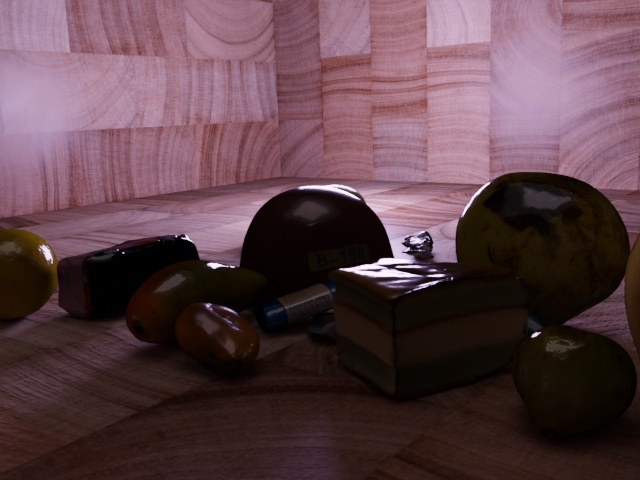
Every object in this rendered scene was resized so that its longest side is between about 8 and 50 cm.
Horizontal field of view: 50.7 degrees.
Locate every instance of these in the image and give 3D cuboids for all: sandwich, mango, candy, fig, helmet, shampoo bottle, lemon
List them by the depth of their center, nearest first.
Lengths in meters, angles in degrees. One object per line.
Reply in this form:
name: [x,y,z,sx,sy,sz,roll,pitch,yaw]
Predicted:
fig: [0.293,0.157,0.794,0.153,0.121,0.136,-11,9,-38]
sandwich: [0.148,0.108,0.988,0.227,0.155,0.198,-7,12,-26]
mango: [-0.151,0.153,1.022,0.105,0.084,0.159,-12,36,-41]
mango: [-0.217,0.102,1.180,0.146,0.129,0.289,-38,-16,23]
shampoo bottle: [-0.022,0.110,1.203,0.183,0.050,0.087,-18,5,-19]
lemon: [-0.605,0.066,1.316,0.178,0.178,0.203,-3,9,-5]
helmet: [0.000,0.000,1.413,0.385,0.230,0.337,-8,11,-18]
candy: [0.251,0.018,1.741,0.094,0.051,0.226,-12,8,4]

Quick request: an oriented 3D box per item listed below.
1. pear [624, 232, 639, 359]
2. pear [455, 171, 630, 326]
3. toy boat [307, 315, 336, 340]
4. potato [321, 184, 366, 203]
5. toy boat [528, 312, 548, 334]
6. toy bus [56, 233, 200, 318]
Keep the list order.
pear: [0.480,0.067,0.668,0.348,0.348,0.348,-2,11,0]
pear: [0.366,0.010,1.141,0.283,0.283,0.283,-2,11,0]
toy boat: [0.006,0.150,1.157,0.096,0.034,0.122,-3,0,-36]
potato: [0.039,-0.093,2.099,0.248,0.143,0.169,-1,-22,-39]
toy boat: [0.201,0.127,1.063,0.299,0.096,0.062,6,24,28]
toy bus: [-0.393,0.065,1.401,0.147,0.127,0.302,0,10,27]
